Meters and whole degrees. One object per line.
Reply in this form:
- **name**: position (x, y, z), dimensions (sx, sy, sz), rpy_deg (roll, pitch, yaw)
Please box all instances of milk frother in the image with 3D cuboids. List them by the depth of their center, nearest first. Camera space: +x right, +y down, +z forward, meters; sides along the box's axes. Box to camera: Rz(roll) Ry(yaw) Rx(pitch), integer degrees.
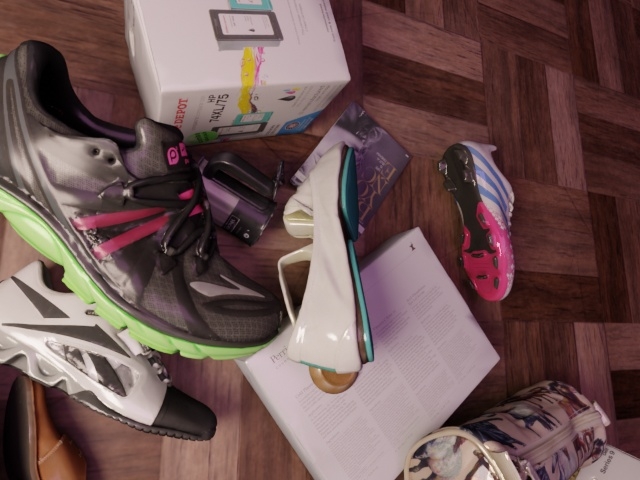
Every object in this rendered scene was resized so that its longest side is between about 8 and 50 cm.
- **milk frother**: position (-0.131, -0.088, 0.673), dimensions (0.134, 0.129, 0.143), rpy_deg (32, 25, -16)

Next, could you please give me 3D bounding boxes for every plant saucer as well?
- **plant saucer**: position (0.024, 0.182, 0.618), dimensions (0.083, 0.015, 0.084), rpy_deg (5, 77, -22)

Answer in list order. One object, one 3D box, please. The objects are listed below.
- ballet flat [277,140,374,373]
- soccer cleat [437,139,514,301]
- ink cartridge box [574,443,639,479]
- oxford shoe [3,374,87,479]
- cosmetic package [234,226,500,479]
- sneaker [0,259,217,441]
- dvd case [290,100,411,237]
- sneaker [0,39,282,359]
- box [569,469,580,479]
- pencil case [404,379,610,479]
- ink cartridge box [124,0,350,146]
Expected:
- **ballet flat**: position (0.000, 0.000, 0.640), dimensions (0.139, 0.139, 0.401), rpy_deg (15, 51, -21)
- **soccer cleat**: position (0.348, -0.049, 0.859), dimensions (0.143, 0.116, 0.332), rpy_deg (-9, 83, -25)
- **ink cartridge box**: position (0.595, 0.558, 0.804), dimensions (0.289, 0.121, 0.211), rpy_deg (43, 74, -24)
- **oxford shoe**: position (-0.336, 0.268, 0.523), dimensions (0.076, 0.076, 0.213), rpy_deg (-4, 77, -55)
- **cosmetic package**: position (0.093, 0.195, 0.705), dimensions (0.377, 0.097, 0.285), rpy_deg (-34, 96, -26)
- **sneaker**: position (-0.259, 0.138, 0.541), dimensions (0.330, 0.122, 0.146), rpy_deg (33, 63, -11)
- **dvd case**: position (0.065, -0.138, 0.803), dimensions (0.164, 0.018, 0.221), rpy_deg (40, 67, -12)
- **sneaker**: position (-0.214, -0.032, 0.519), dimensions (0.202, 0.185, 0.483), rpy_deg (-44, 108, 6)
- **box**: position (0.409, 0.478, 0.809), dimensions (0.323, 0.063, 0.067), rpy_deg (-14, 86, -26)
- **pencil case**: position (0.327, 0.342, 0.690), dimensions (0.409, 0.183, 0.160), rpy_deg (3, 66, -42)
- **ink cartridge box**: position (-0.135, -0.278, 0.641), dimensions (0.269, 0.198, 0.198), rpy_deg (-14, 86, -25)
